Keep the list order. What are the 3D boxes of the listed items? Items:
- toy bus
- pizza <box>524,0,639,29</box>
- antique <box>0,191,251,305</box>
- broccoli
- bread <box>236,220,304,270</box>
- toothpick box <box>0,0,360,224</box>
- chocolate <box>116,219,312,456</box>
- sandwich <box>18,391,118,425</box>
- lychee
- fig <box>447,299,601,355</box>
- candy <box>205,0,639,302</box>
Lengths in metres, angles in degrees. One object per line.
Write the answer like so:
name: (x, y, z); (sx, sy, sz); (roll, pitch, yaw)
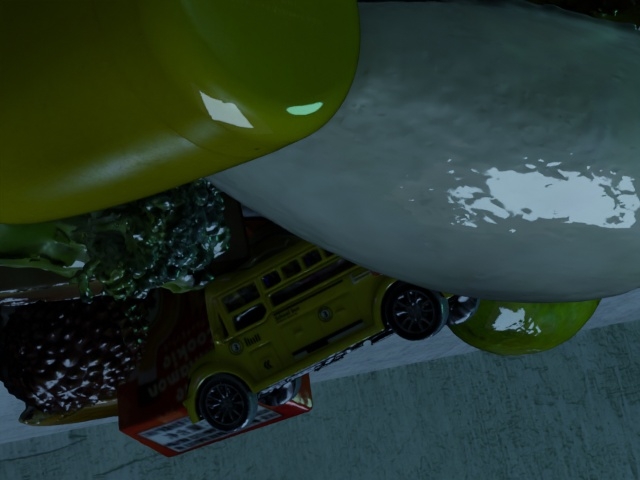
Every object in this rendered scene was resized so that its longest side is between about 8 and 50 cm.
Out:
toy bus: (0.003, 0.067, 1.490); (0.331, 0.151, 0.145); (-27, 177, 21)
pizza: (0.190, -0.175, 1.102); (0.161, 0.085, 0.305); (-4, 167, -38)
antique: (-0.232, 0.008, 1.493); (0.310, 0.087, 0.093); (-8, 168, -25)
broccoli: (-0.236, -0.016, 1.334); (0.304, 0.145, 0.165); (-5, 180, 13)
bread: (0.000, 0.000, 1.652); (0.134, 0.081, 0.225); (-16, 180, 32)
toothpick box: (-0.126, -0.105, 0.882); (0.271, 0.175, 0.175); (-20, 166, 40)
chocolate: (-0.135, 0.110, 1.735); (0.237, 0.234, 0.108); (-21, 155, 34)
sandwich: (-0.256, 0.137, 1.878); (0.227, 0.155, 0.198); (-19, 168, 25)
lychee: (-0.282, 0.100, 1.657); (0.188, 0.188, 0.188); (-12, 168, -3)
fig: (0.230, 0.008, 1.797); (0.233, 0.233, 0.314); (-15, -164, 9)
candy: (0.086, -0.059, 1.076); (0.427, 0.186, 0.386); (15, 172, -20)
